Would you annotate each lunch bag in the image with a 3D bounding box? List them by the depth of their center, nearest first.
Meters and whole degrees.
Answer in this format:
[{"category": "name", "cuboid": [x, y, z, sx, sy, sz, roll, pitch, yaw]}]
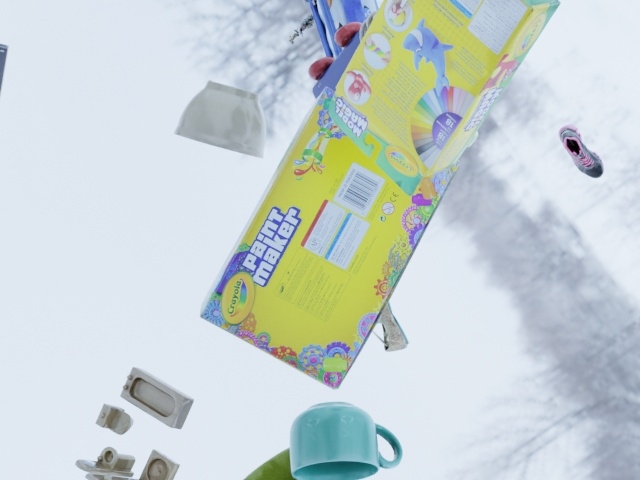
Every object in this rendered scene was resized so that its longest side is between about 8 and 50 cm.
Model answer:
[{"category": "lunch bag", "cuboid": [0.056, -0.293, 1.793, 0.243, 0.115, 0.303, 14, -122, -86]}]

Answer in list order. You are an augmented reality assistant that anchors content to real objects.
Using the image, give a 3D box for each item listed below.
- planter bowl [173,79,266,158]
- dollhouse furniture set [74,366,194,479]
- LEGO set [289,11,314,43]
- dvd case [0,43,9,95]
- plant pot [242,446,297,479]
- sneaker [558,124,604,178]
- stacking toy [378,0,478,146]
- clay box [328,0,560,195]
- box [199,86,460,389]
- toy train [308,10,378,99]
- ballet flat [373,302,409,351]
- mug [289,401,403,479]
[{"category": "planter bowl", "cuboid": [-0.165, -0.216, 2.047, 0.162, 0.109, 0.162, 15, -175, -1]}, {"category": "dollhouse furniture set", "cuboid": [-0.279, 0.273, 1.695, 0.144, 0.151, 0.123, 24, 179, 34]}, {"category": "LEGO set", "cuboid": [-0.028, -0.361, 1.960, 0.023, 0.054, 0.083, 42, -149, 7]}, {"category": "dvd case", "cuboid": [-0.705, -0.297, 2.278, 0.165, 0.221, 0.018, 12, -147, -12]}, {"category": "plant pot", "cuboid": [0.003, 0.520, 1.902, 0.293, 0.275, 0.275, 53, -172, -13]}, {"category": "sneaker", "cuboid": [0.480, -0.157, 2.161, 0.119, 0.047, 0.057, 47, -159, -13]}, {"category": "stacking toy", "cuboid": [0.203, -0.325, 2.191, 0.280, 0.130, 0.309, 22, -152, -46]}, {"category": "clay box", "cuboid": [0.101, -0.159, 1.045, 0.053, 0.222, 0.127, -22, -118, -45]}, {"category": "box", "cuboid": [0.000, 0.000, 1.408, 0.177, 0.289, 0.279, 29, 176, -4]}, {"category": "toy train", "cuboid": [0.098, -0.240, 1.506, 0.105, 0.143, 0.248, 65, 148, 12]}, {"category": "ballet flat", "cuboid": [0.138, 0.173, 2.668, 0.206, 0.067, 0.073, 64, 176, -22]}, {"category": "mug", "cuboid": [0.028, 0.298, 1.737, 0.158, 0.129, 0.097, 23, -127, -45]}]
